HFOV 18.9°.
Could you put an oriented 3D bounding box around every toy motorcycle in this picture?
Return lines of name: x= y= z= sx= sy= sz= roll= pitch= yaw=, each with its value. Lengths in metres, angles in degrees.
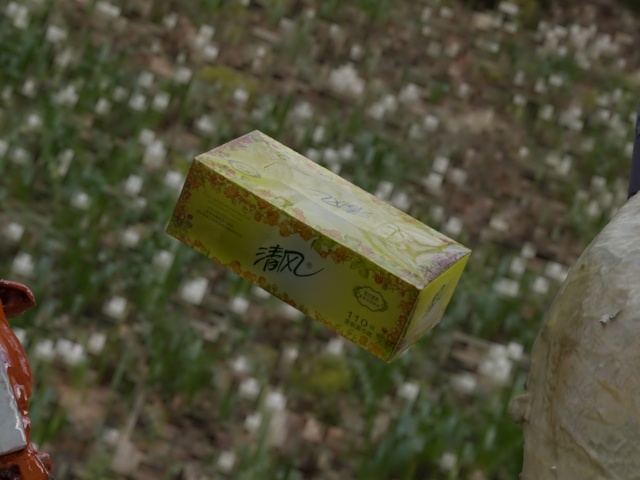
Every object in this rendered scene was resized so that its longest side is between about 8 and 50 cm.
toy motorcycle: x=-0.276 y=0.145 z=1.549 sx=0.148 sy=0.325 sz=0.221 roll=-15 pitch=-5 yaw=-15

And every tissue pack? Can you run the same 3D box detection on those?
tissue pack: x=0.000 y=0.000 z=1.259 sx=0.176 sy=0.062 sz=0.095 roll=29 pitch=24 yaw=16

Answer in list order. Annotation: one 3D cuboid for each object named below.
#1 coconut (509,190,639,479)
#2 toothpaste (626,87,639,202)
coconut: x=0.288 y=0.120 z=1.135 sx=0.360 sy=0.346 sz=0.346 roll=-3 pitch=-28 yaw=41
toothpaste: x=0.337 y=-0.073 z=1.770 sx=0.125 sy=0.371 sz=0.080 roll=6 pitch=16 yaw=18
